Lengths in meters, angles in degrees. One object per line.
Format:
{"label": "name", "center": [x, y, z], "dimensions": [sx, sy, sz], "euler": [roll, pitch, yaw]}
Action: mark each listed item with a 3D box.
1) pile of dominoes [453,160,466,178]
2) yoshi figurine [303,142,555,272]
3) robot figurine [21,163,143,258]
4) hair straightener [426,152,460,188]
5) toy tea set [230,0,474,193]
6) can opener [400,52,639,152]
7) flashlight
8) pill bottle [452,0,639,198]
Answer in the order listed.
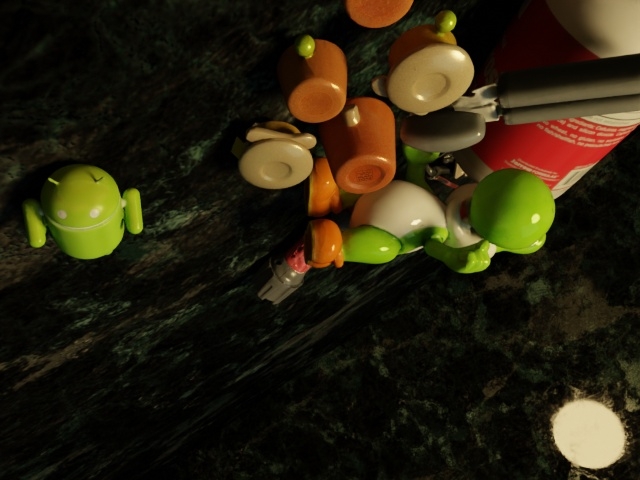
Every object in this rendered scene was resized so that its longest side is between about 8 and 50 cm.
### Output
{"label": "pile of dominoes", "center": [0.366, -0.228, 1.130], "dimensions": [0.251, 0.040, 0.195], "euler": [-16, 143, -35]}
{"label": "yoshi figurine", "center": [0.162, -0.044, 0.761], "dimensions": [0.363, 0.203, 0.203], "euler": [1, 111, -8]}
{"label": "robot figurine", "center": [-0.222, -0.026, 0.516], "dimensions": [0.101, 0.067, 0.115], "euler": [-7, 153, -19]}
{"label": "hair straightener", "center": [0.266, -0.161, 1.137], "dimensions": [0.230, 0.047, 0.089], "euler": [6, 119, -57]}
{"label": "toy tea set", "center": [0.036, -0.181, 0.584], "dimensions": [0.200, 0.124, 0.336], "euler": [8, 146, -23]}
{"label": "can opener", "center": [0.238, -0.156, 0.655], "dimensions": [0.281, 0.093, 0.074], "euler": [-5, 160, 24]}
{"label": "flashlight", "center": [0.000, 0.000, 0.953], "dimensions": [0.304, 0.103, 0.103], "euler": [-42, 135, 23]}
{"label": "pill bottle", "center": [0.362, -0.247, 0.753], "dimensions": [0.229, 0.229, 0.407], "euler": [-26, 160, -28]}
